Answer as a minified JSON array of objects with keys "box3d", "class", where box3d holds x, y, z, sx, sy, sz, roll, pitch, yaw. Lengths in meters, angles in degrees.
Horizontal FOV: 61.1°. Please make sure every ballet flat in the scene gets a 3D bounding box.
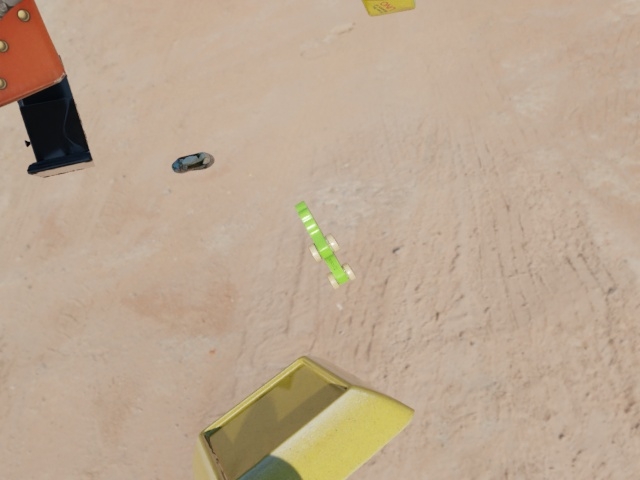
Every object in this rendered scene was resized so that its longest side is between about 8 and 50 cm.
[{"box3d":[-0.270,-0.174,1.184,0.041,0.041,0.114,17,29,35],"class":"ballet flat"}]

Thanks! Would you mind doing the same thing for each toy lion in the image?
[{"box3d":[0.000,0.000,0.679,0.034,0.100,0.096,-30,46,1],"class":"toy lion"}]

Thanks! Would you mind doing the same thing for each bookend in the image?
[{"box3d":[-0.345,-0.163,0.683,0.072,0.156,0.157,-17,12,-20],"class":"bookend"}]

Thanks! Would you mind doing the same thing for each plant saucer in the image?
[{"box3d":[-0.063,0.308,0.877,0.333,0.081,0.333,-35,12,-18],"class":"plant saucer"}]

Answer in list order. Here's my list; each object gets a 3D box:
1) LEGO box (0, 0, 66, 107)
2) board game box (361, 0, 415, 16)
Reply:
[{"box3d":[-0.444,-0.162,0.220,0.193,0.372,0.500,24,50,36],"class":"LEGO box"},{"box3d":[0.000,-0.196,0.196,0.039,0.259,0.124,-4,87,15],"class":"board game box"}]
